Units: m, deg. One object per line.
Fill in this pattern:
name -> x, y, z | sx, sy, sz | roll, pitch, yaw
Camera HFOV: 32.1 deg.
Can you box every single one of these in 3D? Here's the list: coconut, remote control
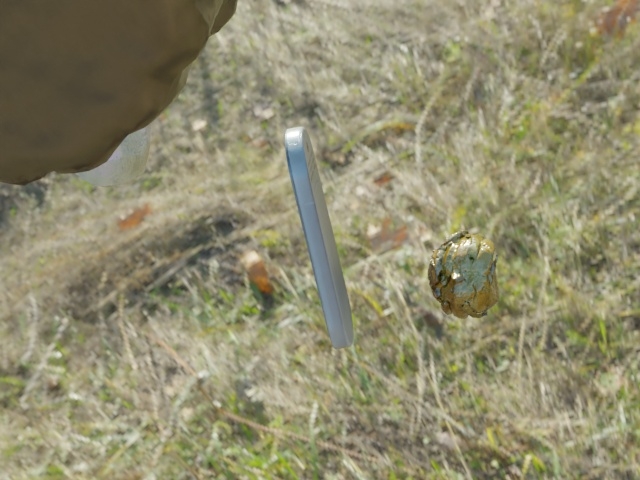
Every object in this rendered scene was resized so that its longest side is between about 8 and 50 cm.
coconut -> -0.257, -0.131, 1.340 | 0.110, 0.124, 0.110 | 7, 49, -8
remote control -> 0.000, 0.000, 1.153 | 0.022, 0.245, 0.077 | -11, 21, 7

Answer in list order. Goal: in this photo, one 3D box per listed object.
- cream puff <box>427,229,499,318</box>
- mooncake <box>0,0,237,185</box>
cream puff -> 0.203, 0.046, 1.567 | 0.104, 0.119, 0.133 | -10, 34, 11
mooncake -> -0.192, -0.210, 0.662 | 0.324, 0.324, 0.187 | -2, 38, 22
